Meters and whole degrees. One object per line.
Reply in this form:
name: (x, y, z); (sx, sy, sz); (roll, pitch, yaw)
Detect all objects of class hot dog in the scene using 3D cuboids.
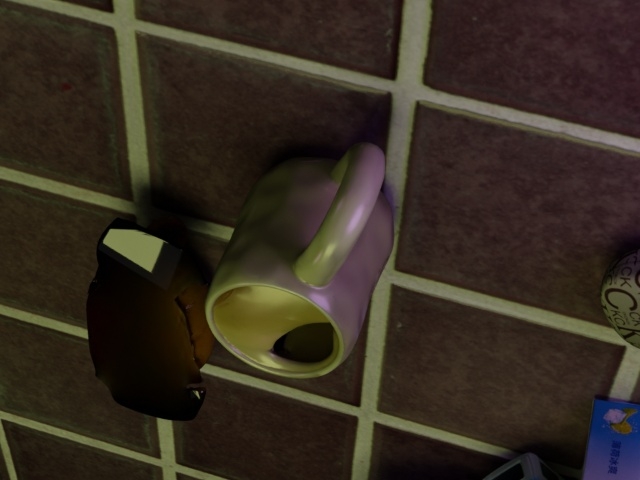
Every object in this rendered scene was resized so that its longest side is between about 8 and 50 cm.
hot dog: (-0.198, 0.080, 1.678); (0.194, 0.107, 0.326); (16, 133, -6)

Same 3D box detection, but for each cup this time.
cup: (-0.019, -0.003, 1.408); (0.173, 0.202, 0.255); (13, 141, 12)

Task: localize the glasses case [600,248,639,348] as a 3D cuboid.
glasses case: (0.461, 0.053, 1.335); (0.355, 0.085, 0.137); (-7, 132, 33)

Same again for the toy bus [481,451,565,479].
toy bus: (0.325, 0.414, 1.753); (0.133, 0.164, 0.271); (-38, 115, 23)

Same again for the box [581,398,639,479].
box: (0.353, 0.312, 1.600); (0.073, 0.194, 0.139); (7, 139, 16)
